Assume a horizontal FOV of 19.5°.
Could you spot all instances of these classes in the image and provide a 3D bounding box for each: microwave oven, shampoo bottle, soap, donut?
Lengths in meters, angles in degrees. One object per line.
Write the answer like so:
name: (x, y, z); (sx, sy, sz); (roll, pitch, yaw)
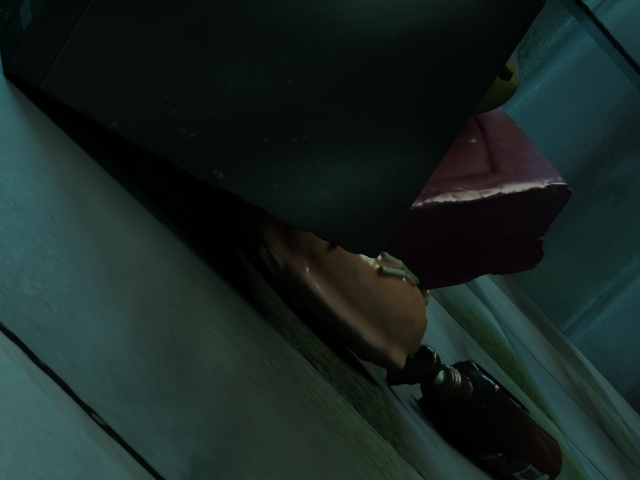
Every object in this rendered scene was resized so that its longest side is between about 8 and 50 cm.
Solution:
microwave oven: (-0.058, -0.217, 1.459); (0.374, 0.236, 0.432); (27, 15, -20)
shampoo bottle: (0.140, 0.155, 1.666); (0.236, 0.068, 0.067); (43, 8, -47)
soap: (0.055, -0.107, 1.898); (0.233, 0.128, 0.359); (-9, 44, -30)
donut: (0.000, 0.000, 1.579); (0.199, 0.085, 0.233); (43, 7, -29)

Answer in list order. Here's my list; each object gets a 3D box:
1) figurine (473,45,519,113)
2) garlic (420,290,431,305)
figurine: (0.088, -0.167, 1.785); (0.180, 0.154, 0.262); (19, 20, 19)
garlic: (0.047, -0.014, 1.967); (0.198, 0.090, 0.129); (44, 25, -44)
